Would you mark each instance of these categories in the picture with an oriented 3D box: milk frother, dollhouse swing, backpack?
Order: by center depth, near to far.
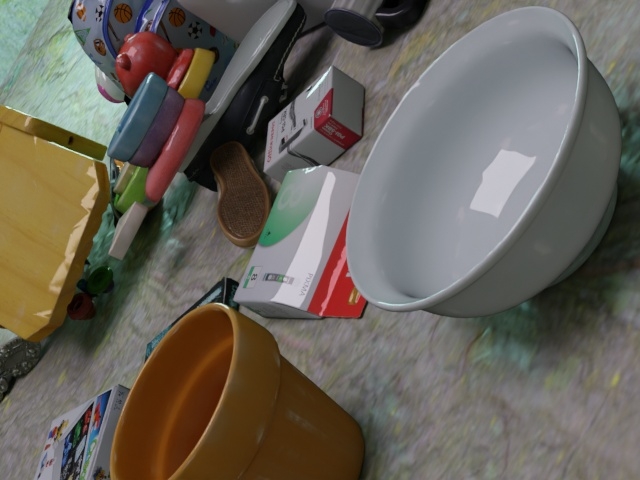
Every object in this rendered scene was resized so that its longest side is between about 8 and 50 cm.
[{"bbox_3d":[0.062,-0.342,1.606,0.129,0.143,0.134,2,62,53],"label":"milk frother"},{"bbox_3d":[-0.257,-0.347,2.040,0.213,0.263,0.276,8,69,48],"label":"backpack"},{"bbox_3d":[-0.428,-0.002,2.088,0.305,0.315,0.346,21,90,25],"label":"dollhouse swing"}]

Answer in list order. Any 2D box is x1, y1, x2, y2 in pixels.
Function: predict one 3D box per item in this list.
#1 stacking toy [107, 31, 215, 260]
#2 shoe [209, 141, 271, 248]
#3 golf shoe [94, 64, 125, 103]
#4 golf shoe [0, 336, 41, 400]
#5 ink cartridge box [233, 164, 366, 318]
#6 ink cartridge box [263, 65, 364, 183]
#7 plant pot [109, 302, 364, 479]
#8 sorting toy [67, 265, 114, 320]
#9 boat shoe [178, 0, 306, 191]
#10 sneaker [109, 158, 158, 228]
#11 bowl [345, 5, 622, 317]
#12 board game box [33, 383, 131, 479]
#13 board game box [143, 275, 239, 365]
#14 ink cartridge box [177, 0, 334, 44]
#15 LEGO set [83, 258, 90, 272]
[{"bbox_3d":[-0.277,-0.151,1.838,0.279,0.130,0.309,-57,16,22],"label":"stacking toy"},{"bbox_3d":[-0.101,-0.053,1.703,0.077,0.058,0.219,-22,38,4],"label":"shoe"},{"bbox_3d":[-0.329,-0.402,2.403,0.140,0.115,0.306,-4,60,56],"label":"golf shoe"},{"bbox_3d":[-0.535,0.199,2.188,0.176,0.069,0.086,-40,26,32],"label":"golf shoe"},{"bbox_3d":[0.000,0.000,1.462,0.225,0.056,0.181,-6,58,61],"label":"ink cartridge box"},{"bbox_3d":[-0.009,-0.142,1.620,0.135,0.056,0.099,-38,34,36],"label":"ink cartridge box"},{"bbox_3d":[-0.069,0.192,1.225,0.205,0.188,0.205,-41,31,32],"label":"plant pot"},{"bbox_3d":[-0.362,0.088,2.032,0.102,0.042,0.061,-48,42,-3],"label":"sorting toy"},{"bbox_3d":[-0.100,-0.206,1.810,0.302,0.091,0.114,-52,20,18],"label":"boat shoe"},{"bbox_3d":[-0.317,-0.094,2.093,0.083,0.084,0.215,-58,23,25],"label":"sneaker"},{"bbox_3d":[0.164,-0.046,1.124,0.298,0.134,0.298,-41,32,33],"label":"bowl"},{"bbox_3d":[-0.334,0.356,1.675,0.193,0.053,0.305,-30,38,46],"label":"board game box"},{"bbox_3d":[-0.172,0.142,1.644,0.186,0.026,0.126,-40,32,35],"label":"board game box"},{"bbox_3d":[-0.023,-0.508,1.903,0.285,0.166,0.395,-14,50,56],"label":"ink cartridge box"},{"bbox_3d":[-0.421,0.066,2.178,0.083,0.023,0.054,-37,34,14],"label":"LEGO set"}]
